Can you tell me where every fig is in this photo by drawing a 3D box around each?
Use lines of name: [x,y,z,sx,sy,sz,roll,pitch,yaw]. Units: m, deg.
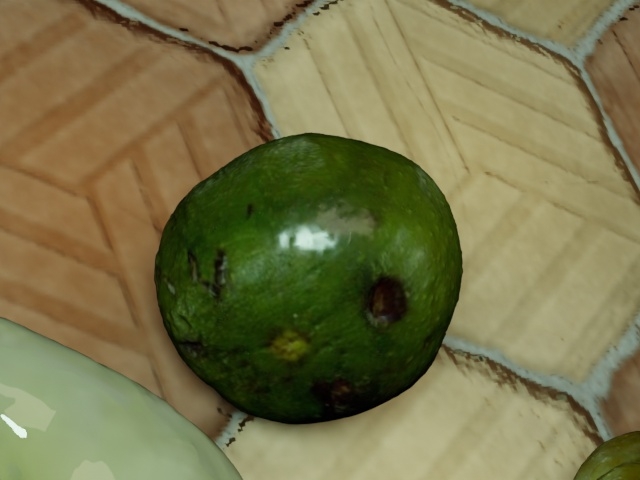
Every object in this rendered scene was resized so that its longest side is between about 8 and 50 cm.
fig: [0.000,0.000,0.751,0.123,0.123,0.156,29,34,-13]

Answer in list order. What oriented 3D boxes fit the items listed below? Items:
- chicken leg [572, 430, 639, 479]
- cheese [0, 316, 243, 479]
chicken leg: [0.139,0.136,0.739,0.103,0.088,0.228,22,29,23]
cheese: [-0.191,0.143,0.498,0.351,0.129,0.328,27,44,-12]
